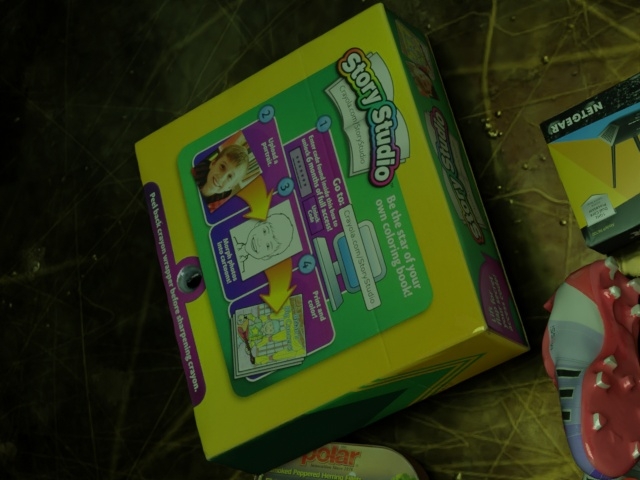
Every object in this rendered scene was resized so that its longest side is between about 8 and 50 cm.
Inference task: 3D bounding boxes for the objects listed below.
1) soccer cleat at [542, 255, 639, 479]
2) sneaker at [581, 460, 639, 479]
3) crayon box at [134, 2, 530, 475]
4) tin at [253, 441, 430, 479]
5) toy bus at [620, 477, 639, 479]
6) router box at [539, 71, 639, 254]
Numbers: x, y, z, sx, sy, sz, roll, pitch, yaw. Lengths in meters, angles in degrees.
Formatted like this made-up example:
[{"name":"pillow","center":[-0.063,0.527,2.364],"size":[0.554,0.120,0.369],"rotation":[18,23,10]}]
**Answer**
[{"name":"soccer cleat","center":[0.232,0.118,1.403],"size":[0.095,0.083,0.248],"rotation":[-38,27,36]},{"name":"sneaker","center":[0.346,0.189,1.374],"size":[0.228,0.086,0.132],"rotation":[15,58,13]},{"name":"crayon box","center":[0.000,0.000,1.582],"size":[0.313,0.106,0.363],"rotation":[-27,62,22]},{"name":"tin","center":[0.022,0.248,1.573],"size":[0.189,0.040,0.106],"rotation":[2,85,31]},{"name":"toy bus","center":[0.247,0.301,1.271],"size":[0.149,0.220,0.211],"rotation":[1,35,17]},{"name":"router box","center":[0.305,-0.085,1.471],"size":[0.179,0.046,0.133],"rotation":[-28,67,22]}]
